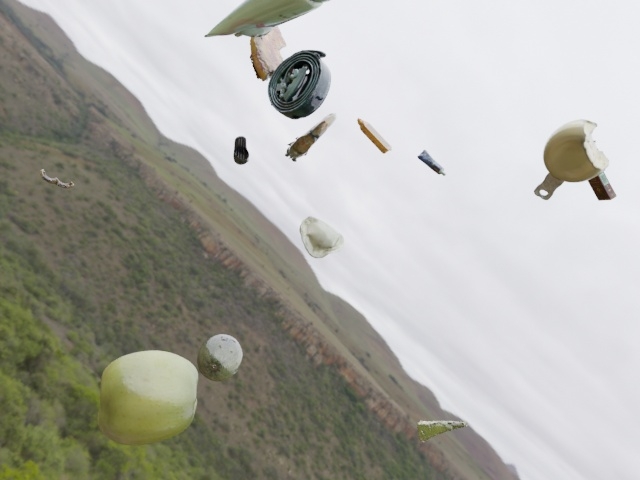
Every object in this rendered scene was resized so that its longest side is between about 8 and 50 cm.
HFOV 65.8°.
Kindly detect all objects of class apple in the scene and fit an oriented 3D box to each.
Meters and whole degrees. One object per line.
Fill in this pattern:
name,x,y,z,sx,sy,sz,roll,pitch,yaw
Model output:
apple,-0.629,0.590,1.843,0.360,0.311,0.320,4,-27,-24

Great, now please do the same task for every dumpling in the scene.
dumpling,0.002,0.001,1.815,0.100,0.134,0.169,9,-23,46

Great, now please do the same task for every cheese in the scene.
cheese,0.641,-0.210,1.324,0.163,0.071,0.249,44,-33,-5

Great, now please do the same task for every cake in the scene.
cake,0.333,0.508,1.361,0.051,0.140,0.055,31,36,-64

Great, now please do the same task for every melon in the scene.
melon,-0.220,0.257,1.092,0.098,0.098,0.131,41,7,1

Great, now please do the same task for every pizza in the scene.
pizza,-0.211,-0.736,1.914,0.086,0.305,0.161,-20,-30,36

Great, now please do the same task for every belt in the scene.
belt,-0.067,-0.569,1.792,0.206,0.267,0.116,51,18,24

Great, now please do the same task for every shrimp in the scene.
shrimp,-0.044,-0.422,2.033,0.085,0.247,0.360,47,-29,-10

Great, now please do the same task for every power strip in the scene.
power strip,0.199,-0.396,1.866,0.178,0.028,0.049,48,37,3

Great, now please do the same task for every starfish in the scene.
starfish,-0.721,-0.163,1.358,0.091,0.028,0.078,22,-5,0

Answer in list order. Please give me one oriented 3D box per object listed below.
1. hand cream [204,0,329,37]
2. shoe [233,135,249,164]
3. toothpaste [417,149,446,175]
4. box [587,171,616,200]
hand cream,-0.095,-0.474,0.992,0.306,0.147,0.093,-7,-72,42
shoe,-0.313,-0.347,1.974,0.159,0.062,0.053,98,-31,-53
toothpaste,0.255,-0.175,1.125,0.083,0.027,0.019,49,1,26
box,0.757,-0.147,1.336,0.082,0.023,0.051,58,-3,-5
